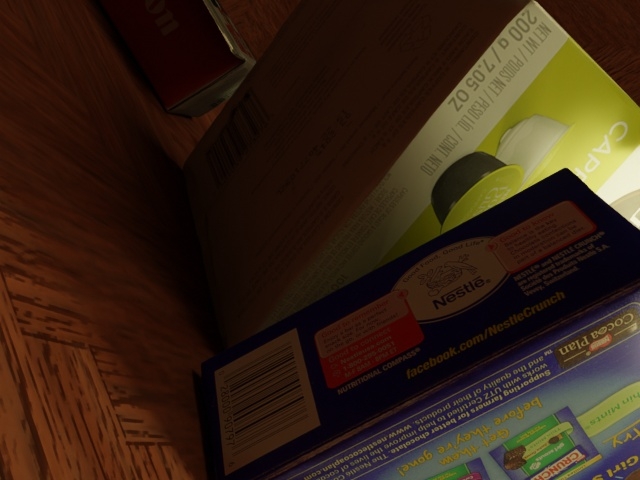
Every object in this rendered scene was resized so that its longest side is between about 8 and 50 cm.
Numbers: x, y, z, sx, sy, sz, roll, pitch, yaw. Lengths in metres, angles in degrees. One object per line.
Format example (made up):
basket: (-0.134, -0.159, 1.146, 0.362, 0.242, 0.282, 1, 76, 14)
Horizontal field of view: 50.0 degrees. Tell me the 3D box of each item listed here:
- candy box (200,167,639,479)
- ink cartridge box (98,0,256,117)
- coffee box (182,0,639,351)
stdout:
candy box: (0.118, 0.151, 0.472, 0.317, 0.268, 0.122, 57, 8, -34)
ink cartridge box: (-0.222, -0.334, 0.922, 0.309, 0.130, 0.272, 58, 5, -6)
coffee box: (0.107, -0.046, 0.680, 0.334, 0.337, 0.338, 30, 19, -31)
